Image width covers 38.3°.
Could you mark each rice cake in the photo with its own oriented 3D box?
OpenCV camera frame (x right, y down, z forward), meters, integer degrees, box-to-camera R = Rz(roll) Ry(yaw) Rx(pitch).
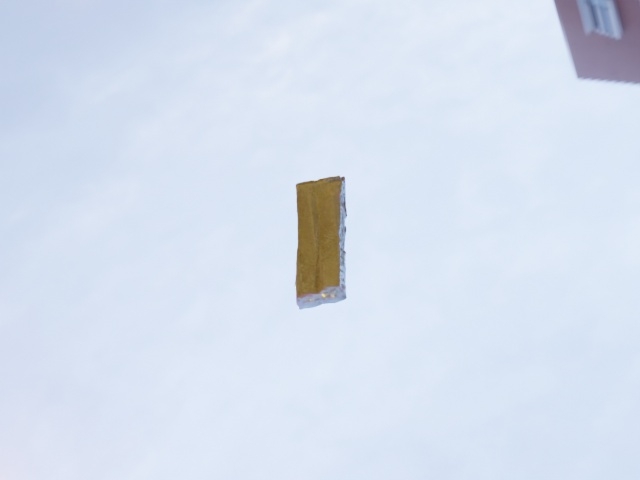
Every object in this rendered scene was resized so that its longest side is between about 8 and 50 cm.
[{"bbox_3d":[0.000,0.000,1.459,0.085,0.040,0.226,-7,-121,11],"label":"rice cake"}]
